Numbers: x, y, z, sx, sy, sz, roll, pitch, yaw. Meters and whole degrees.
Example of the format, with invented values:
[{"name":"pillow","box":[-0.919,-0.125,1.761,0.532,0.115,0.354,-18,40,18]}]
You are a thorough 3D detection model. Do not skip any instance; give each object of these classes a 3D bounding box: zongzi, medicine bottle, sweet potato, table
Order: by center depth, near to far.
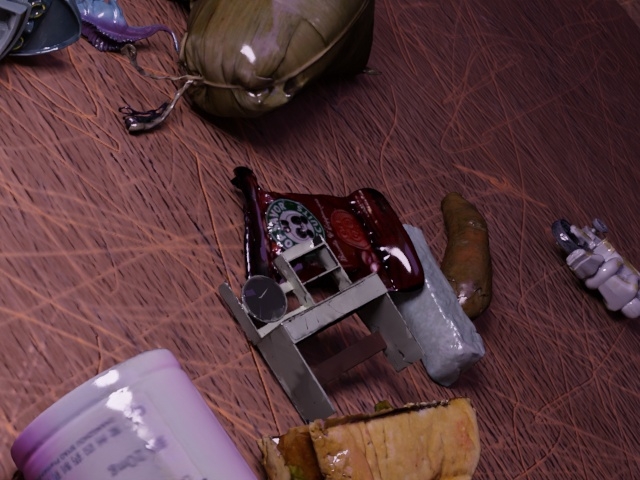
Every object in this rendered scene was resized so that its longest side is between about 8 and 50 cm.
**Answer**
[{"name":"medicine bottle","box":[-0.109,0.227,1.033,0.254,0.152,0.152,55,31,13]},{"name":"table","box":[0.002,0.082,1.390,0.146,0.062,0.175,-27,81,-42]},{"name":"zongzi","box":[-0.048,-0.203,1.654,0.418,0.181,0.447,70,37,-52]},{"name":"sweet potato","box":[0.187,0.018,1.734,0.075,0.075,0.273,37,30,-17]}]

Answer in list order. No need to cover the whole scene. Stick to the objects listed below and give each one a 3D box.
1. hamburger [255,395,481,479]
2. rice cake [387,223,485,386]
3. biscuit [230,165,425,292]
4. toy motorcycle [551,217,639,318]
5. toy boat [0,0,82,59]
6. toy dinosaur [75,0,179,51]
[{"name":"hamburger","box":[0.058,0.220,1.303,0.262,0.124,0.131,-1,74,-47]},{"name":"rice cake","box":[0.124,0.070,1.595,0.063,0.069,0.206,6,51,-48]},{"name":"biscuit","box":[-0.001,-0.006,1.526,0.235,0.063,0.151,5,49,-39]},{"name":"toy motorcycle","box":[0.425,0.051,1.994,0.228,0.074,0.151,31,28,-42]},{"name":"toy boat","box":[-0.354,-0.238,1.299,0.296,0.114,0.122,13,38,-42]},{"name":"toy dinosaur","box":[-0.247,-0.254,1.526,0.197,0.045,0.080,12,58,-35]}]
